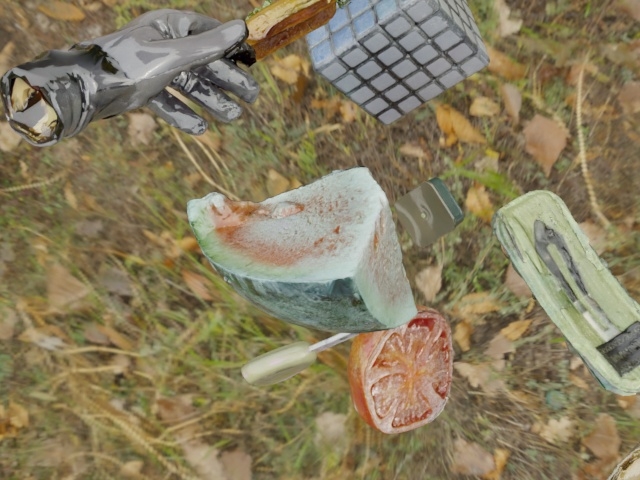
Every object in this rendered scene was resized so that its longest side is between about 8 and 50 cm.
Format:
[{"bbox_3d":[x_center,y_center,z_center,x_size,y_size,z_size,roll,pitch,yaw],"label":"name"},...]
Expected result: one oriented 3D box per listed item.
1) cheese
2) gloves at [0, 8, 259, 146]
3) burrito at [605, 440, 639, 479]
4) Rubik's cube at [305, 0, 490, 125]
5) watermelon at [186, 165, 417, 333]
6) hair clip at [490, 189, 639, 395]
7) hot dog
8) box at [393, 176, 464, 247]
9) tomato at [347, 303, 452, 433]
[{"bbox_3d":[-0.027,0.176,1.544,0.192,0.097,0.037,-26,70,16],"label":"cheese"},{"bbox_3d":[-0.169,-0.163,0.962,0.142,0.285,0.119,-26,80,45],"label":"gloves"},{"bbox_3d":[0.552,0.349,1.580,0.107,0.347,0.175,40,129,24],"label":"burrito"},{"bbox_3d":[0.121,-0.381,1.716,0.237,0.238,0.237,-30,55,23],"label":"Rubik's cube"},{"bbox_3d":[0.000,0.000,1.173,0.319,0.289,0.214,26,89,-8],"label":"watermelon"},{"bbox_3d":[0.366,0.079,1.425,0.138,0.091,0.321,-27,74,-23],"label":"hair clip"},{"bbox_3d":[-0.040,-0.294,1.289,0.188,0.072,0.055,-34,71,-29],"label":"hot dog"},{"bbox_3d":[0.174,-0.045,1.578,0.031,0.126,0.091,-30,85,-29],"label":"box"},{"bbox_3d":[0.134,0.221,1.744,0.095,0.236,0.237,19,83,51],"label":"tomato"}]
